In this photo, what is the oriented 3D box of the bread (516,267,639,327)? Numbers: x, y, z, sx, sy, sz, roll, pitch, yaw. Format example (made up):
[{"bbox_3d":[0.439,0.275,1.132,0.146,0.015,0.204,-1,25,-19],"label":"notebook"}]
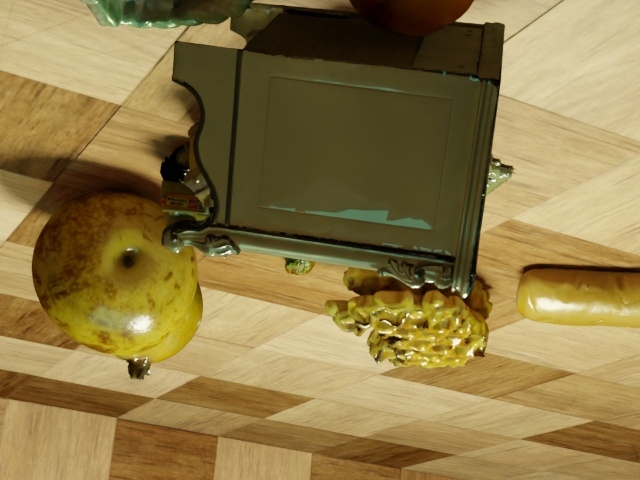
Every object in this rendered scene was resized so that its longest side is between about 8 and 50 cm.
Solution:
[{"bbox_3d":[0.506,0.107,2.162,0.305,0.091,0.142,2,164,10],"label":"bread"}]

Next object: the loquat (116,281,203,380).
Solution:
[{"bbox_3d":[-0.322,0.135,2.191,0.213,0.246,0.213,4,163,1],"label":"loquat"}]

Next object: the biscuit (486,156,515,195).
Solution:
[{"bbox_3d":[0.204,-0.092,1.805,0.144,0.016,0.203,12,159,-17],"label":"biscuit"}]

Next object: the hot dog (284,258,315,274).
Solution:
[{"bbox_3d":[-0.036,0.039,2.160,0.056,0.041,0.133,7,159,-7],"label":"hot dog"}]

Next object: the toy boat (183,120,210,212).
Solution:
[{"bbox_3d":[-0.017,-0.139,1.578,0.162,0.136,0.445,10,159,-40],"label":"toy boat"}]

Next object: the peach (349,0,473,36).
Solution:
[{"bbox_3d":[0.094,-0.270,1.214,0.138,0.138,0.138,4,159,2],"label":"peach"}]

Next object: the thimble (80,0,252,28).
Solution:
[{"bbox_3d":[-0.150,-0.300,1.153,0.218,0.150,0.219,3,159,1],"label":"thimble"}]

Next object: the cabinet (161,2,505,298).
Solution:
[{"bbox_3d":[0.023,-0.111,1.280,0.317,0.228,0.290,7,-158,6],"label":"cabinet"}]

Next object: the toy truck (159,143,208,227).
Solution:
[{"bbox_3d":[-0.108,-0.064,1.800,0.257,0.127,0.127,0,158,2],"label":"toy truck"}]

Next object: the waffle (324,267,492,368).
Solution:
[{"bbox_3d":[0.177,0.138,2.236,0.261,0.151,0.324,-1,160,24],"label":"waffle"}]

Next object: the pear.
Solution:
[{"bbox_3d":[-0.333,0.054,1.962,0.280,0.281,0.281,4,159,2],"label":"pear"}]
